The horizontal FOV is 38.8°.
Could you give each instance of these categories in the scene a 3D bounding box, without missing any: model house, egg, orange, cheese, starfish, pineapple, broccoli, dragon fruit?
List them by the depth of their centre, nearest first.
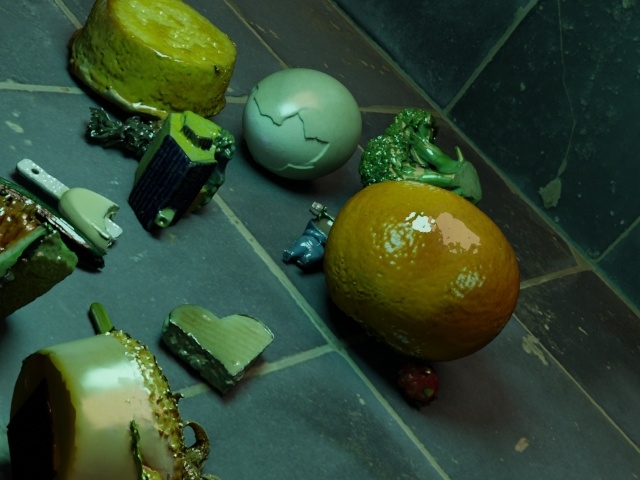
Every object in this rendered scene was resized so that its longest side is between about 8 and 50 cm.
[{"bbox_3d":[-0.221,0.311,1.358,0.146,0.074,0.190,17,34,-37],"label":"starfish"},{"bbox_3d":[-0.463,-0.072,1.679,0.235,0.050,0.127,35,30,-4],"label":"cheese"},{"bbox_3d":[-0.273,-0.126,1.834,0.170,0.194,0.211,30,27,-20],"label":"model house"},{"bbox_3d":[0.208,0.301,1.888,0.116,0.081,0.086,59,12,-28],"label":"dragon fruit"},{"bbox_3d":[0.203,0.075,1.910,0.424,0.424,0.326,37,70,-3],"label":"orange"},{"bbox_3d":[-0.380,-0.225,1.953,0.251,0.125,0.125,13,36,-30],"label":"pineapple"},{"bbox_3d":[-0.058,-0.287,2.244,0.336,0.278,0.278,3,44,-53],"label":"egg"},{"bbox_3d":[0.253,-0.138,2.373,0.310,0.320,0.414,-170,-116,-75],"label":"broccoli"}]

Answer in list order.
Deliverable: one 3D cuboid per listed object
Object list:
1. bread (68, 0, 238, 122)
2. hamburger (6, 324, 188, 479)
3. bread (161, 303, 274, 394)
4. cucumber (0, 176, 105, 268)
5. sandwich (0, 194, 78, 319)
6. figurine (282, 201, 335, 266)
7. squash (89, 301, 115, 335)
[{"bbox_3d":[-0.396,-0.430,2.135,0.398,0.215,0.398,24,32,-16],"label":"bread"},{"bbox_3d":[-0.282,0.261,1.154,0.179,0.276,0.294,5,52,-36],"label":"hamburger"},{"bbox_3d":[-0.173,0.194,1.606,0.232,0.064,0.173,13,37,-37],"label":"bread"},{"bbox_3d":[-0.494,-0.041,1.591,0.284,0.056,0.056,36,27,-7],"label":"cucumber"},{"bbox_3d":[-0.521,0.023,1.367,0.301,0.250,0.162,47,-16,35],"label":"sandwich"},{"bbox_3d":[-0.002,-0.005,2.043,0.114,0.145,0.178,31,35,19],"label":"figurine"},{"bbox_3d":[-0.362,0.136,1.508,0.027,0.027,0.083,10,38,-43],"label":"squash"}]
